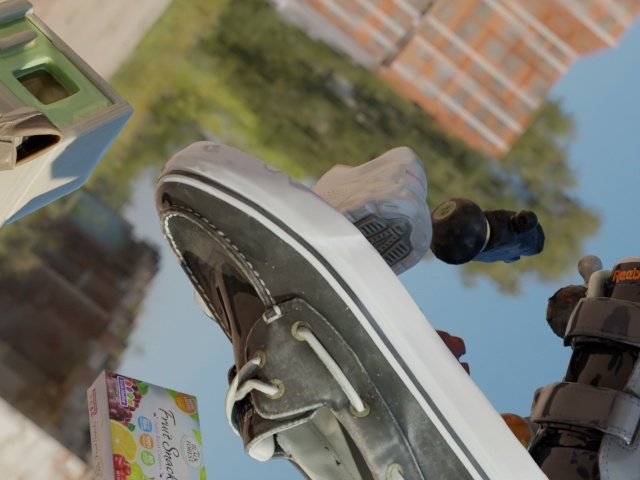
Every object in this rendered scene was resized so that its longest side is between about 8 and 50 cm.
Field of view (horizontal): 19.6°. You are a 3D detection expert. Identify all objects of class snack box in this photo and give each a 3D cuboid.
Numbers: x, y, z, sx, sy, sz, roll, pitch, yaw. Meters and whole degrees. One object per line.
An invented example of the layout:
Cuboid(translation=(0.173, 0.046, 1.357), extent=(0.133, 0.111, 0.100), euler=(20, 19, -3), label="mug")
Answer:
Cuboid(translation=(-0.154, 0.192, 1.661), extent=(0.037, 0.100, 0.141), euler=(-46, -142, 33), label="snack box")

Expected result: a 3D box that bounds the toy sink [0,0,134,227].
Cuboid(translation=(-0.333, -0.154, 1.872), extent=(0.131, 0.234, 0.153), euler=(-51, 171, 30), label="toy sink")

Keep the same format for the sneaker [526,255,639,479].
Cuboid(translation=(0.209, 0.094, 1.253), extent=(0.126, 0.127, 0.321), euler=(1, -143, 51), label="sneaker")

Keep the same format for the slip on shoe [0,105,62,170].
Cuboid(translation=(-0.283, -0.079, 1.623), extent=(0.135, 0.041, 0.051), euler=(-27, 142, -49), label="slip on shoe")

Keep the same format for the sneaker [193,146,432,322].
Cuboid(translation=(0.000, 0.000, 1.482), extent=(0.232, 0.090, 0.115), euler=(-25, -151, 30), label="sneaker")

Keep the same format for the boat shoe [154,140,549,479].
Cuboid(translation=(0.001, 0.084, 1.095), extent=(0.119, 0.335, 0.121), euler=(-37, 166, -27), label="boat shoe")

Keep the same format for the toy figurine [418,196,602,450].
Cuboid(translation=(0.161, 0.085, 1.645), extent=(0.148, 0.209, 0.213), euler=(8, 115, -56), label="toy figurine")
